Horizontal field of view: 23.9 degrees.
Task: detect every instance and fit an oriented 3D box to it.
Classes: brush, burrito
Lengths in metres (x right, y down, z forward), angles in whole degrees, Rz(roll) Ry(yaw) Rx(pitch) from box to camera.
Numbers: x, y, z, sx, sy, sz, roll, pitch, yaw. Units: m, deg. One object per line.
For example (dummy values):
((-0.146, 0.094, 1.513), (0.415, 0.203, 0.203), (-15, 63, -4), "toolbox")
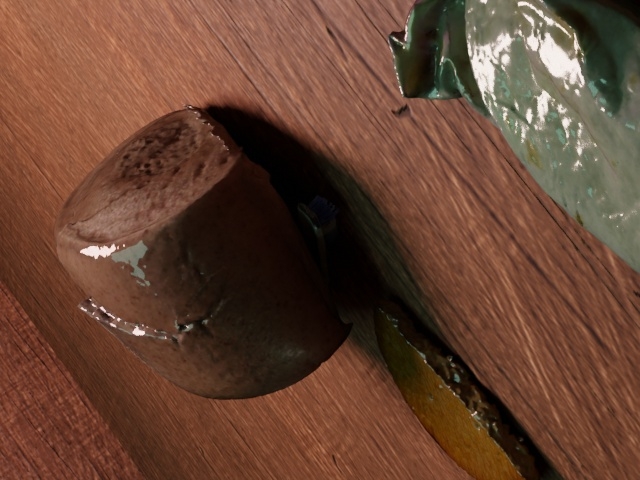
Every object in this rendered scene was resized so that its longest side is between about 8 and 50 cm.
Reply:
((0.000, 0.000, 1.347), (0.033, 0.030, 0.178), (43, 168, 14), "brush")
((0.136, -0.087, 0.802), (0.229, 0.089, 0.144), (43, 143, 30), "burrito")

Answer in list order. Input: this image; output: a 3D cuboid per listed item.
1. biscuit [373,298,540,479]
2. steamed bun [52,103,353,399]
((0.113, 0.143, 1.307), (0.206, 0.025, 0.126), (50, 159, 19), "biscuit")
((-0.124, 0.027, 1.376), (0.251, 0.199, 0.301), (62, 170, -21), "steamed bun")
